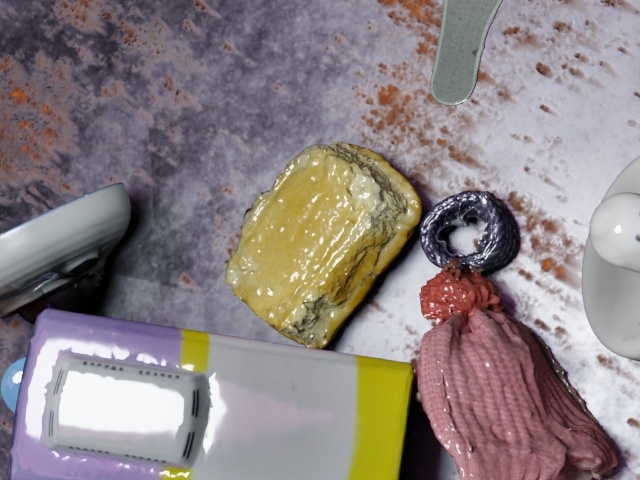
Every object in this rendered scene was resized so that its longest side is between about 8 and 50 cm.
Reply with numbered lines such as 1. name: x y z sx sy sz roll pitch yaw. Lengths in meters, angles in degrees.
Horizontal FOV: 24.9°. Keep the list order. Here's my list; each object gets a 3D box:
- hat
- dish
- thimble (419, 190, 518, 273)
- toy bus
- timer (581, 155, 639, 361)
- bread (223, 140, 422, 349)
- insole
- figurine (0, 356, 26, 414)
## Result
1. hat: 0.187 0.151 1.572 0.107 0.236 0.286 -45 58 36
2. dish: -0.339 0.044 1.787 0.273 0.273 0.134 -26 91 16
3. thimble: 0.172 -0.004 1.675 0.104 0.066 0.095 -32 68 16
4. toy bus: -0.125 0.205 1.595 0.439 0.249 0.209 9 82 2
5. timer: 0.348 0.012 1.497 0.240 0.233 0.234 14 83 -20
6. bread: 0.000 0.000 1.711 0.174 0.121 0.245 39 97 27
7. insole: 0.181 -0.275 1.759 0.080 0.003 0.232 15 85 24
8. figurine: -0.282 0.234 1.785 0.180 0.154 0.262 -9 93 12
